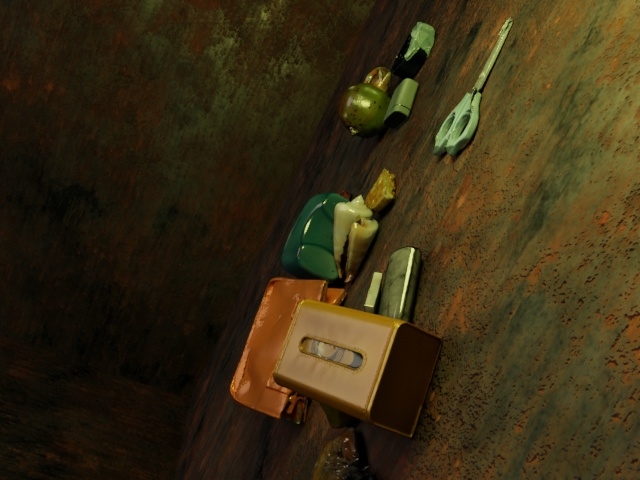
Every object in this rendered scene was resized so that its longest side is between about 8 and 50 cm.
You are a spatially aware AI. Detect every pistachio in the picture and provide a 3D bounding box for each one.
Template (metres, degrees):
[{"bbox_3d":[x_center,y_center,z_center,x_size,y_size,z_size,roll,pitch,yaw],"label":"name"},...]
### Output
[{"bbox_3d":[0.053,0.331,1.292,0.189,0.100,0.110,-65,8,2],"label":"pistachio"}]

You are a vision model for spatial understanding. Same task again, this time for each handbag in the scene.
[{"bbox_3d":[-0.103,0.315,1.723,0.303,0.116,0.410,-2,64,51],"label":"handbag"}]

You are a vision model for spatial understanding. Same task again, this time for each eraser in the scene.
[{"bbox_3d":[0.121,0.159,1.325,0.150,0.023,0.104,87,-163,-44],"label":"eraser"}]

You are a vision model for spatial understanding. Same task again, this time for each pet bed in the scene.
[{"bbox_3d":[0.056,-0.097,2.140,0.201,0.053,0.201,-59,10,17],"label":"pet bed"}]

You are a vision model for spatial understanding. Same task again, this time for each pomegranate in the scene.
[{"bbox_3d":[0.170,-0.483,2.025,0.198,0.198,0.246,-93,28,-63],"label":"pomegranate"}]

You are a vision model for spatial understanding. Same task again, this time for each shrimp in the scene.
[{"bbox_3d":[0.049,0.460,1.181,0.317,0.062,0.164,-48,20,62],"label":"shrimp"},{"bbox_3d":[0.207,-0.524,2.193,0.152,0.063,0.287,-29,-37,-34],"label":"shrimp"}]

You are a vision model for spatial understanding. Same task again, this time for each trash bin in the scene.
[{"bbox_3d":[0.263,-0.447,1.891,0.116,0.059,0.130,-33,35,67],"label":"trash bin"}]

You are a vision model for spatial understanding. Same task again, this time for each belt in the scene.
[{"bbox_3d":[0.318,-0.647,1.977,0.198,0.078,0.151,-58,14,29],"label":"belt"}]

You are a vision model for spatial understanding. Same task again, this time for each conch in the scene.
[{"bbox_3d":[0.107,-0.008,1.699,0.158,0.127,0.255,40,133,51],"label":"conch"}]

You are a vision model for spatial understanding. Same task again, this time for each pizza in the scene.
[{"bbox_3d":[0.186,-0.142,1.697,0.175,0.046,0.134,-147,79,-77],"label":"pizza"}]

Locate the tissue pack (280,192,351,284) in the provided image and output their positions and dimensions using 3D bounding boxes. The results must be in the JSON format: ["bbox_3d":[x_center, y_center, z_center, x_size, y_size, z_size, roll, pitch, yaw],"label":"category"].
[{"bbox_3d":[0.000,0.000,1.846,0.287,0.198,0.206,-66,18,-15],"label":"tissue pack"}]

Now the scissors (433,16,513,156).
[{"bbox_3d":[0.371,-0.366,1.375,0.191,0.029,0.360,-130,64,-77],"label":"scissors"}]

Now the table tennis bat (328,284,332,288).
[{"bbox_3d":[0.012,0.109,2.001,0.160,0.039,0.257,-67,15,-12],"label":"table tennis bat"}]

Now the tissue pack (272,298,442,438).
[{"bbox_3d":[0.064,0.230,1.105,0.274,0.145,0.194,5,69,48],"label":"tissue pack"}]

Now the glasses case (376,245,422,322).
[{"bbox_3d":[0.160,0.160,1.246,0.114,0.060,0.299,133,156,-58],"label":"glasses case"}]
